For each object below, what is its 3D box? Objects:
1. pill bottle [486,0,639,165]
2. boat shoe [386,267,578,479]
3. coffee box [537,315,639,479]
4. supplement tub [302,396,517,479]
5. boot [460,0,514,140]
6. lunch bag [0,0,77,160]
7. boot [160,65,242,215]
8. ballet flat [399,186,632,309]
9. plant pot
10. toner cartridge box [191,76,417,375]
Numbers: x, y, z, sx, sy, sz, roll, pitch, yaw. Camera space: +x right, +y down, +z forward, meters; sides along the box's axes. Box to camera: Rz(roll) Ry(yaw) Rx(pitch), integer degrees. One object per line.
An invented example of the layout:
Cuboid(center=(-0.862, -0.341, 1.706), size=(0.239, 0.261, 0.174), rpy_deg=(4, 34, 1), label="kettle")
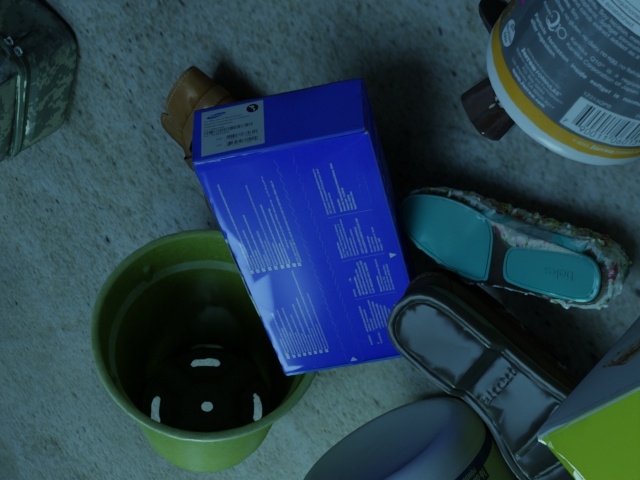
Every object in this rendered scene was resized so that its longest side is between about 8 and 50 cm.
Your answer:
Cuboid(center=(0.244, -0.189, 0.854), size=(0.162, 0.162, 0.278), rpy_deg=(46, 143, 9), label="pill bottle")
Cuboid(center=(0.205, 0.142, 1.186), size=(0.307, 0.104, 0.111), rpy_deg=(47, 122, 0), label="boat shoe")
Cuboid(center=(0.418, 0.109, 0.765), size=(0.338, 0.334, 0.337), rpy_deg=(50, 144, 3), label="coffee box")
Cuboid(center=(0.144, 0.368, 1.374), size=(0.235, 0.235, 0.325), rpy_deg=(-18, 106, 53), label="supplement tub")
Cuboid(center=(0.153, -0.152, 1.097), size=(0.106, 0.037, 0.114), rpy_deg=(54, 149, 2), label="boot")
Cuboid(center=(-0.499, -0.229, 1.561), size=(0.305, 0.256, 0.212), rpy_deg=(43, 143, 12), label="lunch bag")
Cuboid(center=(-0.067, -0.112, 1.332), size=(0.220, 0.109, 0.283), rpy_deg=(54, 152, 5), label="boot")
Cuboid(center=(0.186, 0.006, 1.153), size=(0.241, 0.077, 0.091), rpy_deg=(24, 117, 35), label="ballet flat")
Cuboid(center=(-0.144, 0.167, 1.531), size=(0.276, 0.276, 0.254), rpy_deg=(40, 154, 16), label="plant pot")
Cuboid(center=(0.000, 0.000, 1.214), size=(0.165, 0.075, 0.348), rpy_deg=(-9, 139, 9), label="toner cartridge box")
